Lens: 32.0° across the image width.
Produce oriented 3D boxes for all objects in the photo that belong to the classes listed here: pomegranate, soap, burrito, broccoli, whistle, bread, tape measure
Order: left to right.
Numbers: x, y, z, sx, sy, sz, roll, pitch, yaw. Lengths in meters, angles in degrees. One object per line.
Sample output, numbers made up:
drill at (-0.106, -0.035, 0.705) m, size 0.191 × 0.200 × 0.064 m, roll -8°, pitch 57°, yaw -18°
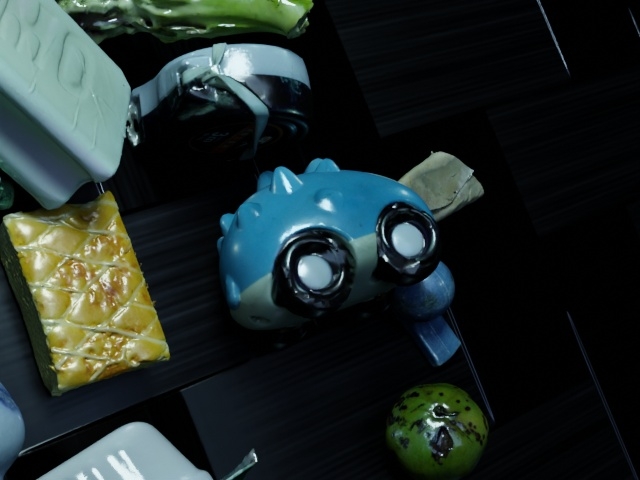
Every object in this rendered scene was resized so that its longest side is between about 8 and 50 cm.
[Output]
soap at (-0.312, -0.185, 1.063) m, size 0.289 × 0.095 × 0.173 m, roll 46°, pitch 27°, yaw -35°
bread at (-0.244, 0.054, 1.139) m, size 0.125 × 0.068 × 0.188 m, roll -16°, pitch 84°, yaw -36°
broccoli at (-0.158, -0.266, 1.189) m, size 0.304 × 0.146 × 0.165 m, roll 12°, pitch 35°, yaw 1°
tape measure at (-0.100, -0.152, 1.234) m, size 0.181 × 0.182 × 0.107 m, roll -1°, pitch 75°, yaw -36°
burrito at (0.117, -0.048, 1.414) m, size 0.226 × 0.060 × 0.087 m, roll -32°, pitch 93°, yaw -36°
whistle at (0.134, 0.074, 1.372) m, size 0.090 × 0.090 × 0.158 m, roll -40°, pitch 97°, yaw -36°
pomegranate at (0.140, 0.237, 1.318) m, size 0.122 × 0.122 × 0.161 m, roll -59°, pitch 146°, yaw -32°

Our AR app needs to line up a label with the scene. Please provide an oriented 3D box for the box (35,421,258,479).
box at (-0.235, 0.270, 0.970) m, size 0.336 × 0.264 × 0.106 m, roll -29°, pitch 78°, yaw -36°

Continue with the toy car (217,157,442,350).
toy car at (0.000, 0.000, 1.245) m, size 0.255 × 0.188 × 0.190 m, roll -16°, pitch 75°, yaw -23°

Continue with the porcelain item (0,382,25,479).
porcelain item at (-0.360, 0.137, 1.001) m, size 0.141 × 0.141 × 0.259 m, roll -25°, pitch 81°, yaw -36°

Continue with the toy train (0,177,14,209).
toy train at (-0.396, -0.060, 1.052) m, size 0.200 × 0.083 × 0.132 m, roll 2°, pitch 33°, yaw -45°
